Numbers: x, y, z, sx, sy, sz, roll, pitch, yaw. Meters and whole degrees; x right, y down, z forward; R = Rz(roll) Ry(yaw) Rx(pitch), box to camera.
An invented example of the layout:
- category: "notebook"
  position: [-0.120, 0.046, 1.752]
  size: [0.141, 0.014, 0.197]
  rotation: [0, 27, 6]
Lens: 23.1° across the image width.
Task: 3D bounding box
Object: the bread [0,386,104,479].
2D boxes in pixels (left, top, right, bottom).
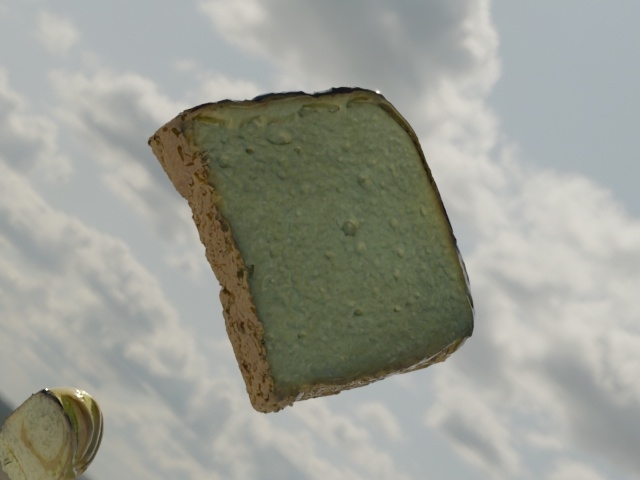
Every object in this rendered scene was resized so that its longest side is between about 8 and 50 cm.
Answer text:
- category: "bread"
  position: [-0.250, 0.190, 1.483]
  size: [0.157, 0.094, 0.083]
  rotation: [-41, -100, 35]

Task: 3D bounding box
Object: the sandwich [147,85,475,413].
- category: "sandwich"
  position: [0.000, 0.000, 1.285]
  size: [0.087, 0.226, 0.251]
  rotation: [-38, -111, 59]
